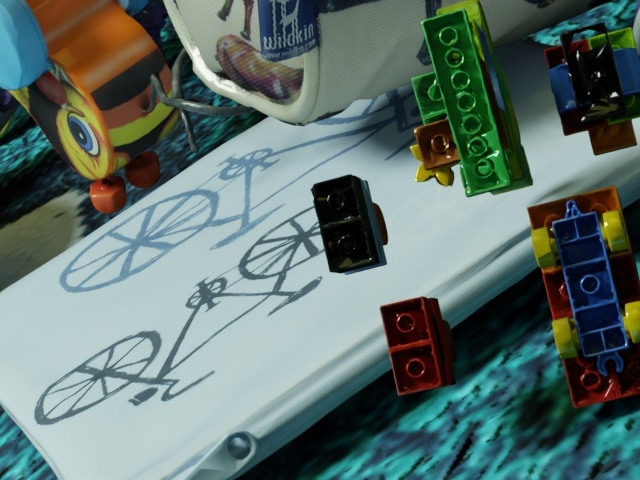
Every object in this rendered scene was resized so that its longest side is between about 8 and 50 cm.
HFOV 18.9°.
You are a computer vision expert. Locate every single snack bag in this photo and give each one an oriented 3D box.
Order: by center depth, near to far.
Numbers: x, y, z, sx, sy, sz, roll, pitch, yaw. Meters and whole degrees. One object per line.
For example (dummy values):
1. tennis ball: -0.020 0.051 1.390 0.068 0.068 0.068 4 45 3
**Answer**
1. snack bag: 0.000 0.000 0.871 0.323 0.037 0.342 -33 20 -12

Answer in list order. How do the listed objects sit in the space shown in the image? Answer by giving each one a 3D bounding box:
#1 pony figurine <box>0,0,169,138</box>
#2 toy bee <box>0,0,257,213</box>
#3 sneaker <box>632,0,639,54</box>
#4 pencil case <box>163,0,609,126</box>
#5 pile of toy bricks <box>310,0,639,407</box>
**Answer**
1. pony figurine: -0.170 -0.183 1.268 0.363 0.303 0.351 -43 11 3
2. toy bee: -0.146 -0.093 1.042 0.195 0.162 0.298 -19 51 -14
3. sneaker: 0.175 -0.104 0.734 0.161 0.102 0.282 -52 -13 2
4. pencil case: 0.124 -0.193 0.885 0.410 0.160 0.183 -22 -23 -15
5. pile of toy bricks: 0.060 -0.042 0.694 0.118 0.212 0.105 -13 -6 11
